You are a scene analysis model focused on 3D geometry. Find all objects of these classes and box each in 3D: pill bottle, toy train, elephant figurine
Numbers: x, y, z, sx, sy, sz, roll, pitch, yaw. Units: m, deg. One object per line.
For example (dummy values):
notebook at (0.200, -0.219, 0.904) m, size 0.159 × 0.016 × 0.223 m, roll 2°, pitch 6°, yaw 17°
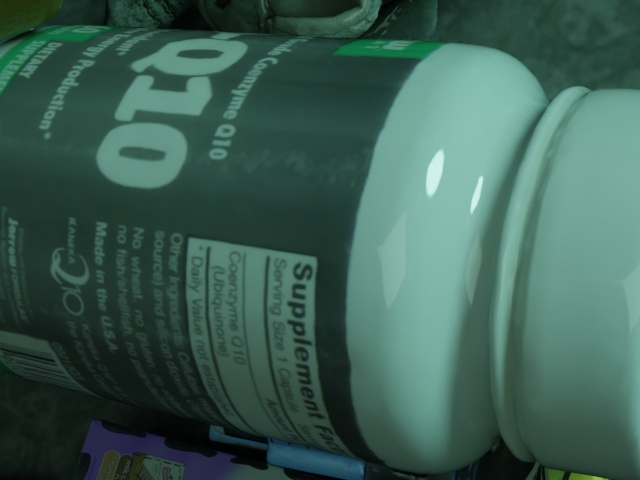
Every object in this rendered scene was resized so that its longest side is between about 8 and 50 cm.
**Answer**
pill bottle at (0.000, 0.000, 0.572) m, size 0.361 × 0.204 × 0.204 m, roll 8°, pitch 95°, yaw 26°
toy train at (0.017, 0.104, 0.684) m, size 0.184 × 0.105 × 0.080 m, roll 10°, pitch 94°, yaw 10°
elephant figurine at (0.004, -0.166, 0.667) m, size 0.169 × 0.186 × 0.239 m, roll 16°, pitch 112°, yaw -33°

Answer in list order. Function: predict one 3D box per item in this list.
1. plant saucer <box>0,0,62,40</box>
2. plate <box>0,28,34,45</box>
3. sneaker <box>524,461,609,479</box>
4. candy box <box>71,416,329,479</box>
plant saucer at (-0.263, -0.182, 0.666) m, size 0.333 × 0.332 × 0.081 m, roll -18°, pitch 132°, yaw 12°
plate at (-0.244, -0.067, 0.770) m, size 0.188 × 0.024 × 0.188 m, roll 1°, pitch 93°, yaw 12°
sneaker at (0.180, 0.205, 0.661) m, size 0.147 × 0.145 × 0.384 m, roll 6°, pitch 94°, yaw 35°
candy box at (-0.064, 0.213, 0.663) m, size 0.196 × 0.070 × 0.164 m, roll 16°, pitch 55°, yaw -2°
